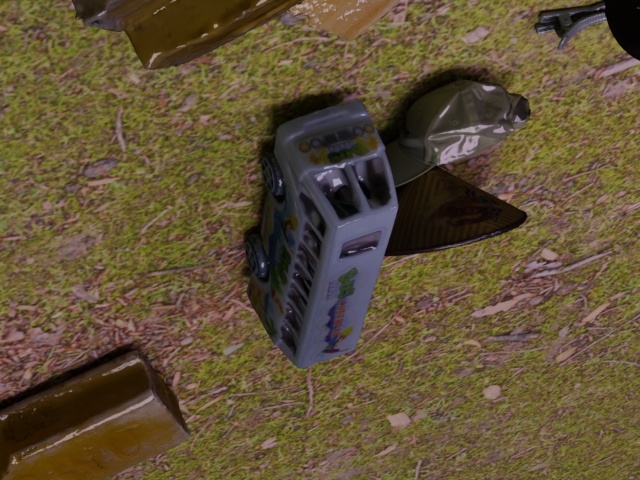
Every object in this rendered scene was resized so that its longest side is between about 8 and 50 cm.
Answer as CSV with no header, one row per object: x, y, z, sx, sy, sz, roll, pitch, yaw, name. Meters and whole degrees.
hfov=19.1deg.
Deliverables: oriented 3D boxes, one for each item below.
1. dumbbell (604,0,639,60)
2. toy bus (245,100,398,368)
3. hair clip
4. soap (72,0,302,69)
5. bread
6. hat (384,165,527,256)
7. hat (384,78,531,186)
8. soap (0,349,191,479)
0.318,-0.258,1.754,0.143,0.143,0.325,-28,151,8,dumbbell
0.000,0.000,1.961,0.109,0.136,0.329,-17,152,-18,toy bus
0.275,-0.219,1.901,0.115,0.039,0.030,-17,156,-16,hair clip
-0.019,-0.269,1.384,0.339,0.169,0.304,-28,-178,8,soap
0.014,-0.236,1.636,0.106,0.082,0.125,-44,137,15,bread
0.122,-0.044,2.046,0.193,0.082,0.193,-11,-170,2,hat
0.121,-0.116,1.942,0.166,0.081,0.122,-22,-165,28,hat
-0.293,0.230,2.191,0.257,0.080,0.160,-25,151,2,soap
